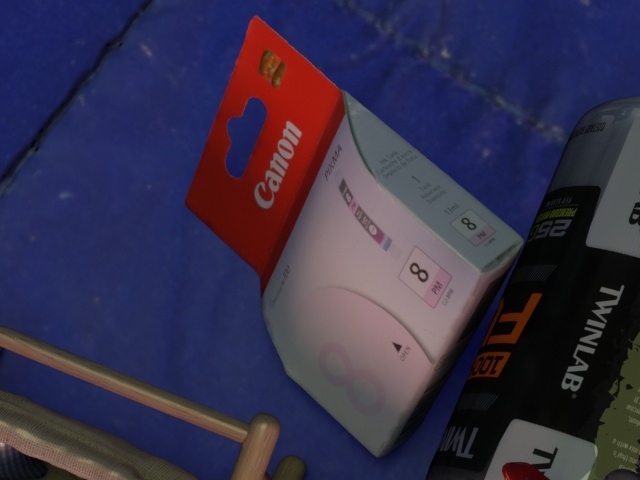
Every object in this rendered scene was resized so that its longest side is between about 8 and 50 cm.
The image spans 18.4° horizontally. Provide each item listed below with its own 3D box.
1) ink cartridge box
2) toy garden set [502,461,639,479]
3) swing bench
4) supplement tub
[{"bbox_3d":[0.000,0.000,1.264,0.232,0.189,0.066,39,45,14],"label":"ink cartridge box"},{"bbox_3d":[0.163,0.213,1.052,0.244,0.049,0.204,27,95,-7],"label":"toy garden set"},{"bbox_3d":[-0.177,0.197,1.231,0.253,0.165,0.255,20,77,13],"label":"swing bench"},{"bbox_3d":[0.192,0.101,1.191,0.207,0.207,0.338,21,76,13],"label":"supplement tub"}]
